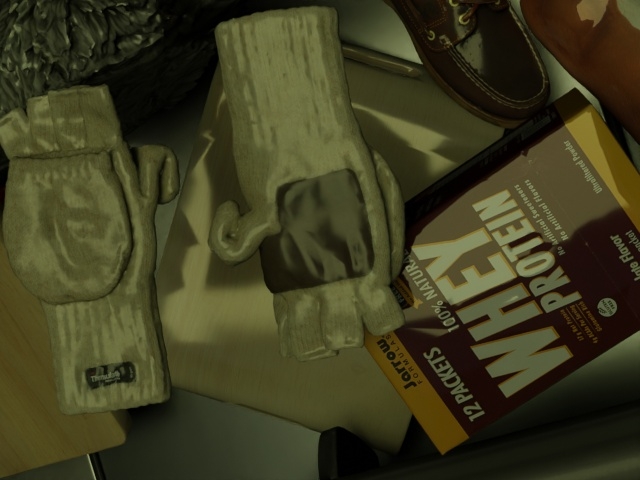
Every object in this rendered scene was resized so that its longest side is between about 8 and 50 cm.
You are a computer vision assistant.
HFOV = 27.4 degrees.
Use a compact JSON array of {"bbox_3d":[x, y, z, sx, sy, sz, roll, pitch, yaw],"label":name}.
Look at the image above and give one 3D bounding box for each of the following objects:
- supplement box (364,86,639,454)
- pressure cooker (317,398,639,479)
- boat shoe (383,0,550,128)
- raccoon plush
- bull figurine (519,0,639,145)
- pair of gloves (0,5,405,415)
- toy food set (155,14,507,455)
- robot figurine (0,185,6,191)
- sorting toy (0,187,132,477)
[{"bbox_3d":[0.127,0.011,0.864,0.194,0.191,0.129,-35,94,12],"label":"supplement box"},{"bbox_3d":[0.107,0.324,0.858,0.420,0.370,0.376,-18,106,19],"label":"pressure cooker"},{"bbox_3d":[0.095,-0.173,0.958,0.073,0.073,0.207,-34,74,-20],"label":"boat shoe"},{"bbox_3d":[-0.178,-0.245,0.915,0.446,0.216,0.299,-32,84,10],"label":"raccoon plush"},{"bbox_3d":[0.265,-0.112,0.892,0.310,0.101,0.188,46,133,15],"label":"bull figurine"},{"bbox_3d":[-0.071,-0.015,0.779,0.240,0.042,0.204,-17,93,13],"label":"pair of gloves"},{"bbox_3d":[0.000,0.000,1.024,0.219,0.092,0.306,17,101,4],"label":"toy food set"},{"bbox_3d":[-0.237,-0.138,1.081,0.291,0.085,0.211,-38,82,16],"label":"robot figurine"},{"bbox_3d":[-0.313,0.072,1.074,0.255,0.089,0.257,-18,116,20],"label":"sorting toy"}]
